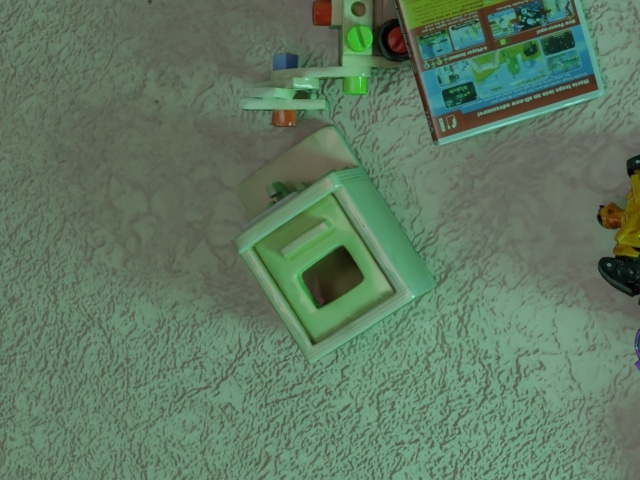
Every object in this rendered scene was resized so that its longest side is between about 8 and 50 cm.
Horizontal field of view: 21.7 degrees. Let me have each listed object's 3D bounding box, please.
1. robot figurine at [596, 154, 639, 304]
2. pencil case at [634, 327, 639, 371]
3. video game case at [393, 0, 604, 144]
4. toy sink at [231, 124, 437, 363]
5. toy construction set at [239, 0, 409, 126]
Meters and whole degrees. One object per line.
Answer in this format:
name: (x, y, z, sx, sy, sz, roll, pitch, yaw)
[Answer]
robot figurine: (0.441, 0.004, 1.794, 0.291, 0.085, 0.211, 10, 61, 20)
pencil case: (0.385, 0.100, 1.815, 0.070, 0.151, 0.064, -40, 84, 23)
video game case: (0.182, -0.270, 1.847, 0.204, 0.025, 0.285, -17, 95, -10)
toy sink: (0.000, 0.000, 1.935, 0.153, 0.131, 0.234, -33, 85, 17)
toy construction set: (-0.001, -0.284, 1.895, 0.215, 0.151, 0.328, 0, 105, -7)
